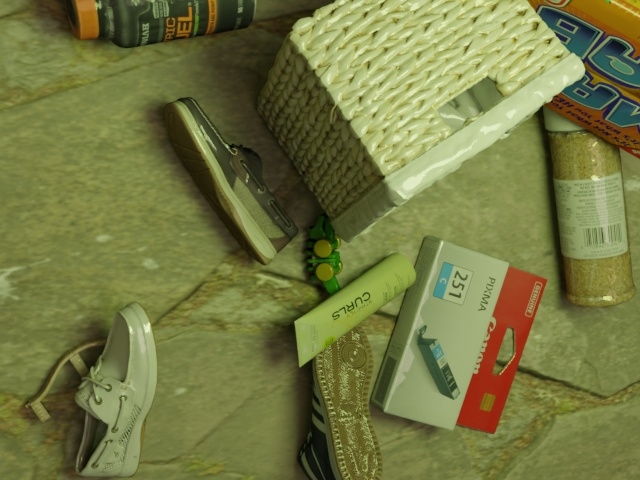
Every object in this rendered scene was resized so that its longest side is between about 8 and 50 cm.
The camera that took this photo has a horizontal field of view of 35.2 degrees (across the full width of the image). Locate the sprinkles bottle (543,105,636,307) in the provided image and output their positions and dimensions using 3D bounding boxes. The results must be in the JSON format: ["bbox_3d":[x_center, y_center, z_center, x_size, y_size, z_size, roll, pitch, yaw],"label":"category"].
[{"bbox_3d":[0.455,-0.070,1.707,0.121,0.121,0.356,-14,103,-20],"label":"sprinkles bottle"}]

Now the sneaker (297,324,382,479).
[{"bbox_3d":[0.020,0.267,1.602,0.099,0.153,0.282,1,67,-20],"label":"sneaker"}]

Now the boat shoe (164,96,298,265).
[{"bbox_3d":[-0.127,-0.096,1.477,0.092,0.103,0.285,-39,114,-18],"label":"boat shoe"}]

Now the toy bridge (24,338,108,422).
[{"bbox_3d":[-0.346,0.187,1.464,0.188,0.026,0.063,-34,109,-15],"label":"toy bridge"}]

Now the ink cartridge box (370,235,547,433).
[{"bbox_3d":[0.249,0.170,1.688,0.261,0.066,0.296,18,91,-23],"label":"ink cartridge box"}]

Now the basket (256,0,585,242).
[{"bbox_3d":[0.119,-0.206,1.416,0.328,0.331,0.266,-34,87,-15],"label":"basket"}]

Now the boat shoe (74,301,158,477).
[{"bbox_3d":[-0.296,0.220,1.421,0.096,0.098,0.277,-2,112,-33],"label":"boat shoe"}]

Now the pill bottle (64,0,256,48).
[{"bbox_3d":[-0.222,-0.336,1.381,0.245,0.130,0.131,-14,103,-19],"label":"pill bottle"}]

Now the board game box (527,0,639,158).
[{"bbox_3d":[0.481,-0.380,1.464,0.356,0.356,0.356,29,78,-1],"label":"board game box"}]

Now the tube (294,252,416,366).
[{"bbox_3d":[0.050,0.102,1.561,0.240,0.062,0.070,-32,93,-33],"label":"tube"}]

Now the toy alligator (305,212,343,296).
[{"bbox_3d":[0.000,0.000,1.569,0.051,0.056,0.190,-1,101,19],"label":"toy alligator"}]
